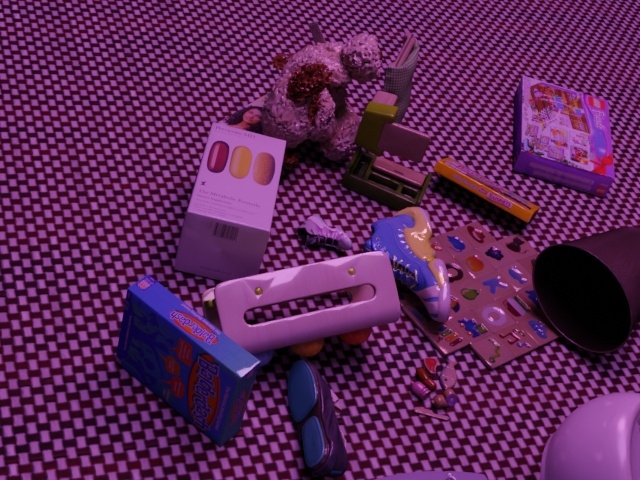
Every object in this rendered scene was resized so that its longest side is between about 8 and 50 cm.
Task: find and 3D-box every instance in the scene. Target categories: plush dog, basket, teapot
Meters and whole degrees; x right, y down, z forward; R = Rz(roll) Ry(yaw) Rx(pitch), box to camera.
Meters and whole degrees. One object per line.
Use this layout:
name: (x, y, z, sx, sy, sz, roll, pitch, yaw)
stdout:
plush dog: (-0.029, -0.256, 1.915, 0.210, 0.262, 0.225, 26, 38, 9)
basket: (0.499, 0.064, 1.855, 0.227, 0.154, 0.204, -26, 76, -49)
teapot: (0.392, 0.341, 1.501, 0.256, 0.187, 0.253, 36, 50, -40)

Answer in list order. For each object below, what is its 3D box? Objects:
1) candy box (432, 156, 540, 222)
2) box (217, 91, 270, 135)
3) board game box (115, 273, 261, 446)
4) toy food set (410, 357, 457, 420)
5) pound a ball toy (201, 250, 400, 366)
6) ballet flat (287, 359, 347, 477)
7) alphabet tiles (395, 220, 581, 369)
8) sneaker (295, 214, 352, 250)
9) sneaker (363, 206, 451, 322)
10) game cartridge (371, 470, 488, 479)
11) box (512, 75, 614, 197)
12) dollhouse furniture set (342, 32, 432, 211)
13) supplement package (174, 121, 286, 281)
candy box: (0.318, -0.099, 2.038, 0.206, 0.027, 0.105, 31, 14, 12)
box: (-0.098, -0.226, 2.030, 0.087, 0.058, 0.232, 34, 43, 16)
board game box: (-0.190, 0.169, 1.490, 0.210, 0.160, 0.047, 34, 44, 18)
toy food set: (0.178, 0.224, 1.670, 0.078, 0.019, 0.122, 15, 41, -4)
pound a ball toy: (-0.017, 0.109, 1.648, 0.319, 0.208, 0.136, -11, 86, -17)
ballet flat: (0.000, 0.260, 1.538, 0.074, 0.074, 0.203, 4, 37, -16)
alphabet tiles: (0.285, 0.088, 1.865, 0.342, 0.011, 0.285, -19, 53, -35)
sneaker: (0.000, 0.000, 1.839, 0.098, 0.038, 0.069, 29, 43, 26)
sneaker: (0.142, 0.048, 1.801, 0.126, 0.091, 0.240, -9, 46, -3)
game cartridge: (0.123, 0.407, 1.427, 0.294, 0.060, 0.196, -5, 50, -25)
box: (0.510, -0.224, 2.251, 0.200, 0.057, 0.293, 16, 41, -2)
dollhouse furniture set: (0.172, -0.227, 2.024, 0.151, 0.198, 0.301, 22, 41, 5)
supplement package: (-0.147, -0.063, 1.775, 0.139, 0.134, 0.244, 14, 41, -6)
